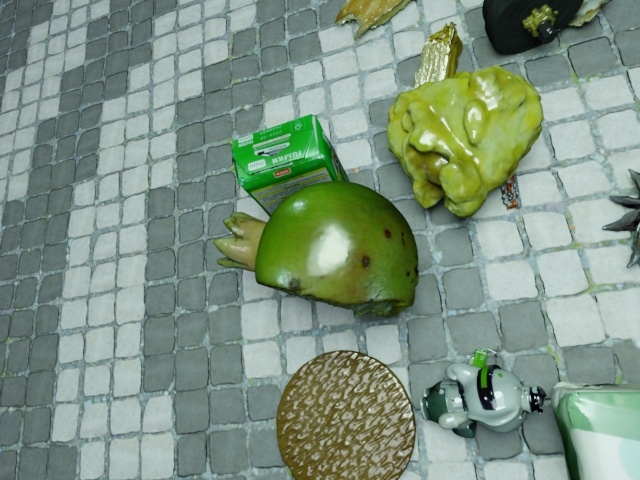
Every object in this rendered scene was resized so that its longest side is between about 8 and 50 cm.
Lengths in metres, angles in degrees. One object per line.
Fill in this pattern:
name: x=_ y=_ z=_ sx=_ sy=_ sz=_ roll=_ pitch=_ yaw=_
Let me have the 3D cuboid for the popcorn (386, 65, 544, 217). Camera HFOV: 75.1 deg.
popcorn: x=0.242 y=-0.188 z=0.762 sx=0.242 sy=0.234 sz=0.250 roll=-38 pitch=35 yaw=-5

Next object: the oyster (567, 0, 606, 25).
oyster: x=0.537 y=-0.566 z=0.858 sx=0.166 sy=0.094 sz=0.293 roll=7 pitch=86 yaw=38

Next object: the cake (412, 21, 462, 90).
cake: x=0.253 y=-0.366 z=0.906 sx=0.080 sy=0.116 sz=0.184 roll=10 pitch=109 yaw=25

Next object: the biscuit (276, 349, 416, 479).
biscuit: x=0.042 y=0.333 z=0.761 sx=0.263 sy=0.037 sz=0.261 roll=-5 pitch=73 yaw=16

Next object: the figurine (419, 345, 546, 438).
figurine: x=0.258 y=0.254 z=0.671 sx=0.193 sy=0.147 sz=0.126 roll=-16 pitch=88 yaw=32

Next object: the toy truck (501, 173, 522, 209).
toy truck: x=0.362 y=-0.101 z=0.795 sx=0.032 sy=0.024 sz=0.083 roll=-4 pitch=73 yaw=-7

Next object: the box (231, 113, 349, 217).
box: x=-0.044 y=-0.112 z=0.808 sx=0.180 sy=0.250 sz=0.102 roll=-16 pitch=63 yaw=11

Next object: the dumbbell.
dumbbell: x=0.382 y=-0.551 z=0.839 sx=0.185 sy=0.185 sz=0.387 roll=-19 pitch=69 yaw=12

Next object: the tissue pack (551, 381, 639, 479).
tissue pack: x=0.473 y=0.360 z=0.528 sx=0.267 sy=0.194 sz=0.355 roll=-7 pitch=72 yaw=14

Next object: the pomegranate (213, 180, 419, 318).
pomegranate: x=0.000 y=0.000 z=0.718 sx=0.359 sy=0.310 sz=0.215 roll=17 pitch=85 yaw=16

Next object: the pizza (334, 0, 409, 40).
pizza: x=0.141 y=-0.587 z=1.008 sx=0.181 sy=0.034 sz=0.261 roll=29 pitch=84 yaw=24

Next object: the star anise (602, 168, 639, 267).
star anise: x=0.558 y=-0.055 z=0.664 sx=0.061 sy=0.181 sz=0.204 roll=18 pitch=76 yaw=-16
